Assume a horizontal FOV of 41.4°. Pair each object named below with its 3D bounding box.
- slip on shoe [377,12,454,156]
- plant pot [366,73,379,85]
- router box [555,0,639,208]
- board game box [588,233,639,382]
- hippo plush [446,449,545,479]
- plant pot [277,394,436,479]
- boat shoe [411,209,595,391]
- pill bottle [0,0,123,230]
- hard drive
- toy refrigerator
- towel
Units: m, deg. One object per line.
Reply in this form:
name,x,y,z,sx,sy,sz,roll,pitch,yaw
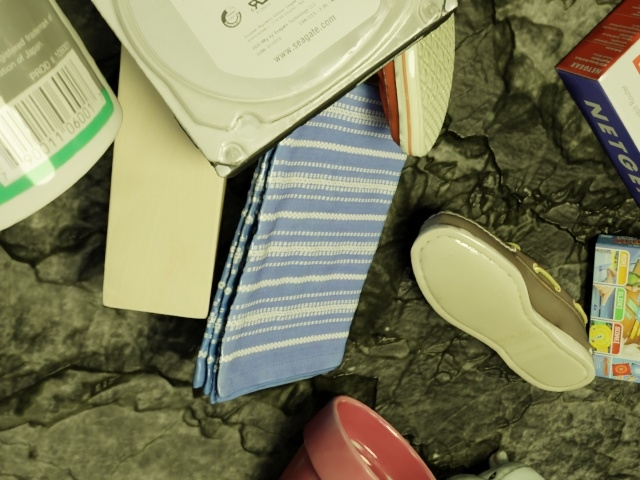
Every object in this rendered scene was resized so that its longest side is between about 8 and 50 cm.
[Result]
slip on shoe,0.054,-0.236,0.785,0.123,0.101,0.331,-49,129,-51
plant pot,-0.001,-0.218,0.844,0.236,0.032,0.236,-9,115,-20
router box,0.490,-0.189,1.043,0.301,0.082,0.335,-43,121,-2
board game box,0.426,0.095,1.110,0.035,0.136,0.201,-45,137,-56
hippo plush,0.245,0.421,1.098,0.294,0.234,0.236,0,111,-23
plant pot,0.025,0.314,0.985,0.180,0.201,0.201,-45,122,10
boat shoe,0.224,0.063,1.022,0.117,0.096,0.324,-27,125,36
pill bottle,-0.321,-0.188,0.615,0.204,0.204,0.361,-33,120,-8
hard drive,-0.083,-0.252,0.673,0.237,0.064,0.339,-35,92,3
toy refrigerator,-0.138,-0.071,0.801,0.102,0.094,0.269,7,108,-4
towel,0.000,0.000,0.870,0.243,0.040,0.336,-1,113,-54
